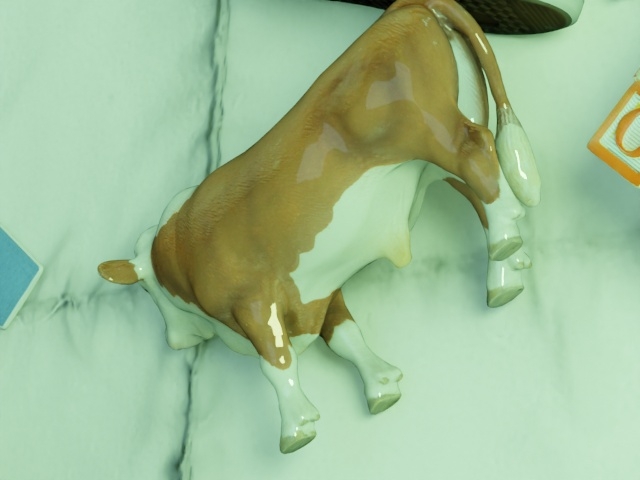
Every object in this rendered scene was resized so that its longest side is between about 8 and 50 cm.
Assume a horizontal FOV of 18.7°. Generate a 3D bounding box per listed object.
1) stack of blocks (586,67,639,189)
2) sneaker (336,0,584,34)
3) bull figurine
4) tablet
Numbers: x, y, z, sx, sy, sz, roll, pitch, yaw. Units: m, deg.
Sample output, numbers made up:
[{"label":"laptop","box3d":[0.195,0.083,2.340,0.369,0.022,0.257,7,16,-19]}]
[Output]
[{"label":"stack of blocks","box3d":[0.290,-0.025,0.924,0.171,0.087,0.297,-55,50,10]},{"label":"sneaker","box3d":[0.045,-0.201,1.169,0.290,0.106,0.123,19,89,42]},{"label":"bull figurine","box3d":[0.000,0.000,1.126,0.310,0.101,0.188,-47,65,33]},{"label":"tablet","box3d":[-0.230,0.020,1.378,0.083,0.006,0.054,40,100,39]}]
